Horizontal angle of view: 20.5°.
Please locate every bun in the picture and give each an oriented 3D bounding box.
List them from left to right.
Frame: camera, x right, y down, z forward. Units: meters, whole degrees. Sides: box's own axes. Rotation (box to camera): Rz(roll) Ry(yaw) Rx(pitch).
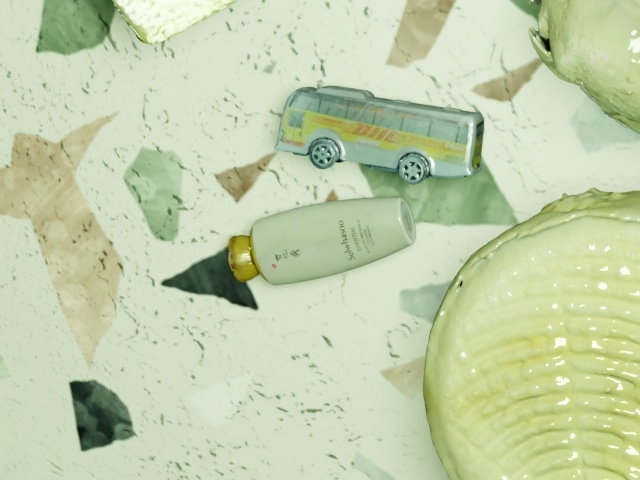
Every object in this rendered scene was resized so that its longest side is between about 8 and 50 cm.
[{"bbox_3d":[0.281,0.121,1.554,0.364,0.202,0.364,7,107,25],"label":"bun"},{"bbox_3d":[0.285,-0.160,1.460,0.239,0.239,0.141,27,119,8],"label":"bun"}]

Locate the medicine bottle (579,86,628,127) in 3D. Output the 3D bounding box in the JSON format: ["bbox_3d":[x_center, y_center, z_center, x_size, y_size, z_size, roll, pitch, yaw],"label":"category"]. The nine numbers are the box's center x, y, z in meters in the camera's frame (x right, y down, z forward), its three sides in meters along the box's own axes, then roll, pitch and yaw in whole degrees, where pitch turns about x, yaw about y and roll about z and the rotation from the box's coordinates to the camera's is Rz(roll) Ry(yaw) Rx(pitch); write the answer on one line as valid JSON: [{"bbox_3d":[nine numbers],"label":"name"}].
[{"bbox_3d":[0.257,-0.145,1.566,0.089,0.052,0.052,42,113,2],"label":"medicine bottle"}]

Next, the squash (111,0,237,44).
[{"bbox_3d":[-0.112,-0.326,1.578,0.155,0.204,0.237,-21,98,45],"label":"squash"}]

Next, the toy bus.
[{"bbox_3d":[0.056,-0.098,1.638,0.190,0.064,0.075,11,103,14],"label":"toy bus"}]

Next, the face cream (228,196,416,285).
[{"bbox_3d":[0.000,0.000,1.688,0.182,0.051,0.072,-12,105,21],"label":"face cream"}]
